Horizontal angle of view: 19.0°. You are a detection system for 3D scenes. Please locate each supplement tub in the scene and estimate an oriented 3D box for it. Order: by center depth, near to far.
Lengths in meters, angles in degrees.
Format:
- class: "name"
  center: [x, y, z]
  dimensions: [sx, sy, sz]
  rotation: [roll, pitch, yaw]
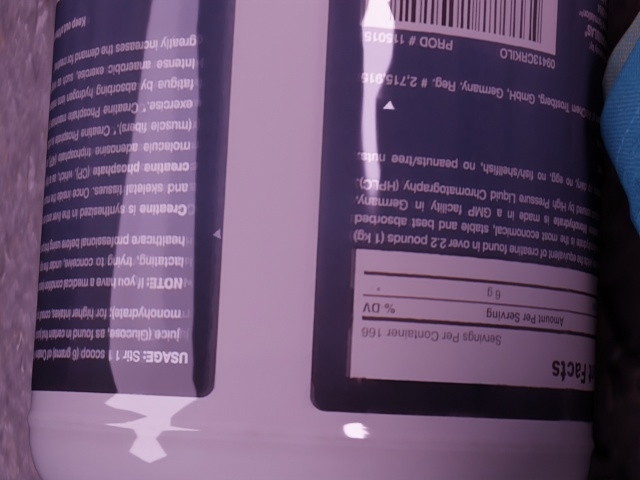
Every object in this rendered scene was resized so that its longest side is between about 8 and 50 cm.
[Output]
- class: "supplement tub"
  center: [0.000, 0.000, 0.651]
  dimensions: [0.191, 0.191, 0.272]
  rotation: [172, 102, -67]

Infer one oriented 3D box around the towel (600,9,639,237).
- class: "towel"
  center: [0.179, 0.016, 0.422]
  dimensions: [0.271, 0.040, 0.370]
  rotation: [117, 147, -44]
